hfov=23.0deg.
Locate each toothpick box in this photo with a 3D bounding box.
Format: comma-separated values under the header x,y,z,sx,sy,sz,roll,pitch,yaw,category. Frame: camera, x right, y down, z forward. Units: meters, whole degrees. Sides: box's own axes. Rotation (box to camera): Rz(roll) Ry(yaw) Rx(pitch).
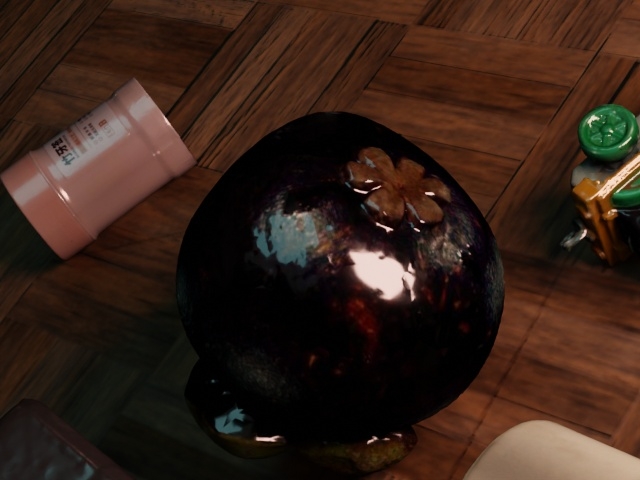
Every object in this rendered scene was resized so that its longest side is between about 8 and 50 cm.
x,y,z,sx,sy,sz,roll,pitch,yaw,category
-0.197,-0.063,1.398,0.149,0.098,0.098,-36,41,-3,toothpick box

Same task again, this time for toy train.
x,y,z,sx,sy,sz,roll,pitch,yaw,category
0.269,-0.056,1.097,0.228,0.091,0.136,-41,52,-7,toy train

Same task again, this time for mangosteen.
x,y,z,sx,sy,sz,roll,pitch,yaw,category
0.011,0.043,1.061,0.243,0.243,0.243,-18,44,18,mangosteen

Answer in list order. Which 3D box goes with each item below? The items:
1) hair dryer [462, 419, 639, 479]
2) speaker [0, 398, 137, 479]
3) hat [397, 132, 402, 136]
x,y,z,sx,sy,sz,roll,pitch,yaw,category
0.257,0.115,0.935,0.203,0.128,0.362,21,57,45,hair dryer
-0.130,0.268,1.033,0.388,0.184,0.180,33,75,36,speaker
0.000,0.000,1.218,0.193,0.082,0.193,-30,-3,-2,hat
